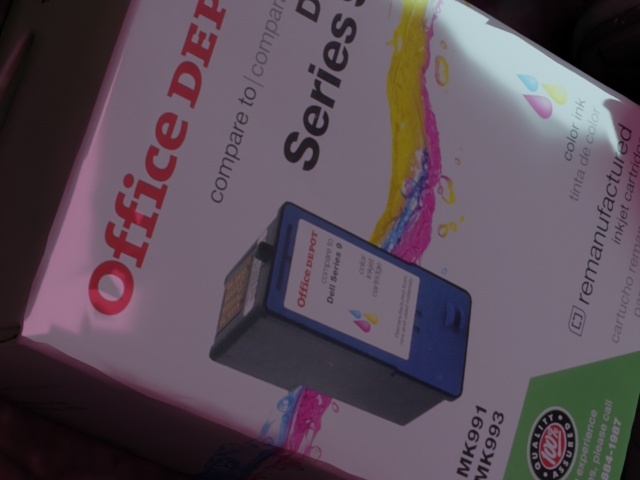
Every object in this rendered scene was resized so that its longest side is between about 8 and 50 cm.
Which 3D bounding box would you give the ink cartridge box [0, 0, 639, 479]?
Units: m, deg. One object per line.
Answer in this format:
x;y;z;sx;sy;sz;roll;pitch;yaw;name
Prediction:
0.000;0.000;0.563;0.212;0.093;0.154;27;70;-28;ink cartridge box

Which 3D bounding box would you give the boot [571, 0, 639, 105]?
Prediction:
0.187;-0.151;0.716;0.246;0.083;0.161;-25;59;-1;boot

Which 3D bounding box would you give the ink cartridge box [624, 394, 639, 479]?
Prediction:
0.192;0.032;0.639;0.148;0.086;0.203;1;100;-11;ink cartridge box
